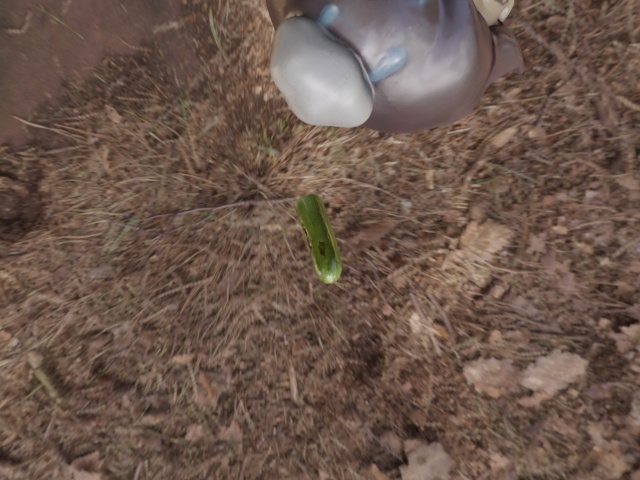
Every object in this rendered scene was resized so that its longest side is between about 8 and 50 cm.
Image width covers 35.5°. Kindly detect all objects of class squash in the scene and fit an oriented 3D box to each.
[{"bbox_3d":[0.000,0.000,0.890,0.027,0.027,0.083,-18,64,-3],"label":"squash"}]

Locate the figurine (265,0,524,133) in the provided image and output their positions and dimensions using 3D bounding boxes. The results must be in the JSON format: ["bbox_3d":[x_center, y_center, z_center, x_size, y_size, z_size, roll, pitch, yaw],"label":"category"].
[{"bbox_3d":[0.120,-0.240,0.795,0.365,0.218,0.206,-42,51,15],"label":"figurine"}]
